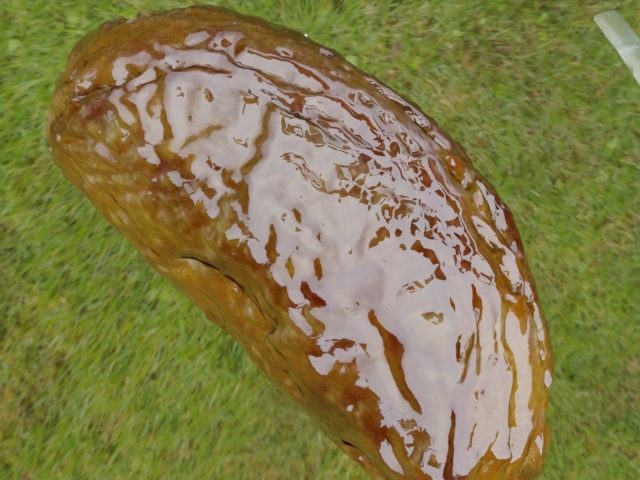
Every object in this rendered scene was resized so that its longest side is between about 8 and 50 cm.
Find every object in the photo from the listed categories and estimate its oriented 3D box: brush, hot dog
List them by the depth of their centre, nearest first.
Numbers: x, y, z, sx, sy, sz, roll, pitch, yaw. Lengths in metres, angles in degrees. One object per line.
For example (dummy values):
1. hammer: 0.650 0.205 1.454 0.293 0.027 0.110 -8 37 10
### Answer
1. brush: 0.170 -0.092 0.587 0.016 0.013 0.084 -18 60 -12
2. hot dog: 0.000 0.000 0.712 0.387 0.267 0.174 44 80 6
